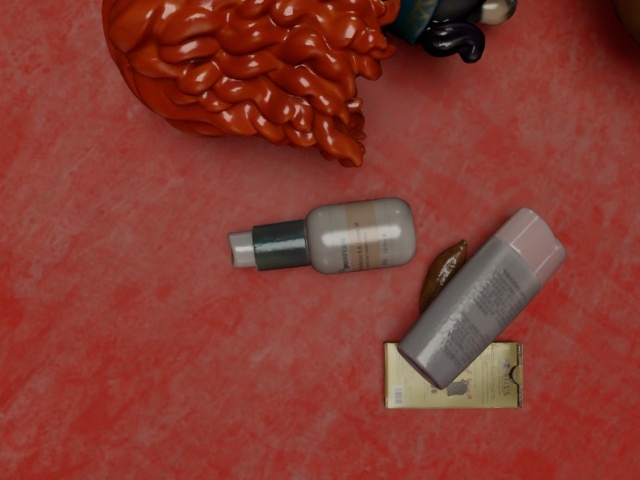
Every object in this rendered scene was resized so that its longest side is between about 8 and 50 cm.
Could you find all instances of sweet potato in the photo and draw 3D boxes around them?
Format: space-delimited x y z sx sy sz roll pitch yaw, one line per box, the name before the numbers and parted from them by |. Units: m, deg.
sweet potato | 0.129 0.039 0.723 0.034 0.034 0.095 31 97 0

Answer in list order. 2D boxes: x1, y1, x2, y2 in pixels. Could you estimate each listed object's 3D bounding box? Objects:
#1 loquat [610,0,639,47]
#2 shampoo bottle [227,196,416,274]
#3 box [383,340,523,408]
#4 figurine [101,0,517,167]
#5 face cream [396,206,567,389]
loquat | 0.384 -0.306 0.621 0.276 0.276 0.283 0 115 0
shampoo bottle | 0.000 0.000 0.703 0.192 0.074 0.074 -7 90 0
box | 0.142 0.144 0.730 0.149 0.020 0.073 1 89 0
figurine | 0.003 -0.248 0.644 0.412 0.241 0.306 -43 98 -10
face cream | 0.166 0.060 0.698 0.198 0.057 0.084 -45 114 -10
